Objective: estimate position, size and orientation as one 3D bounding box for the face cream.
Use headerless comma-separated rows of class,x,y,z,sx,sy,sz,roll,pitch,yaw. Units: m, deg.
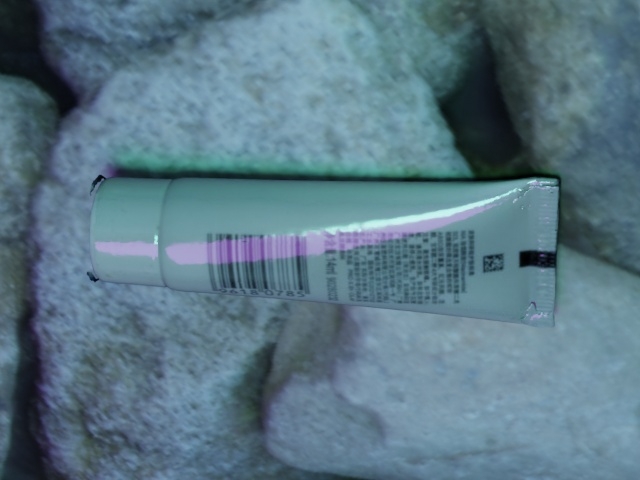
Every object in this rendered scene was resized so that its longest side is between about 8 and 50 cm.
face cream,0.000,0.000,1.007,0.244,0.058,0.092,4,126,9
